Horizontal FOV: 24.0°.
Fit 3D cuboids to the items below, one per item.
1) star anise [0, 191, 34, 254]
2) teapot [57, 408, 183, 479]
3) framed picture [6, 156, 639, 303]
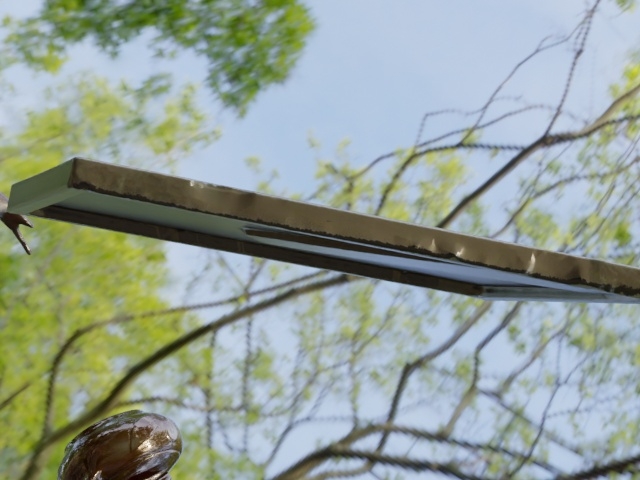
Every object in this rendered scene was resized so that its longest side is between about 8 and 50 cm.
[{"bbox_3d":[-0.284,-0.061,1.198,0.158,0.144,0.140,38,-64,37],"label":"star anise"},{"bbox_3d":[-0.162,0.190,1.236,0.098,0.129,0.078,-42,-108,26],"label":"teapot"},{"bbox_3d":[0.000,0.000,0.755,0.289,0.213,0.016,11,-95,-18],"label":"framed picture"}]
